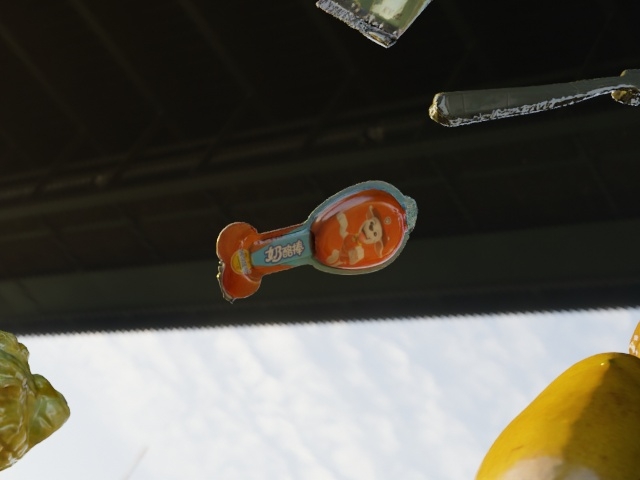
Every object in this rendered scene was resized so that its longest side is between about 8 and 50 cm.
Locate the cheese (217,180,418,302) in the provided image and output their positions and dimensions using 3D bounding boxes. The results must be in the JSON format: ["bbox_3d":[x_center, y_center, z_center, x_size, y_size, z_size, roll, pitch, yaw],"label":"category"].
[{"bbox_3d":[0.000,0.000,1.519,0.037,0.256,0.106,21,-58,60],"label":"cheese"}]

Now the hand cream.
[{"bbox_3d":[0.103,-0.255,1.101,0.086,0.235,0.055,37,-12,36],"label":"hand cream"}]

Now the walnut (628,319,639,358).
[{"bbox_3d":[0.564,0.147,1.608,0.398,0.354,0.307,4,-79,18],"label":"walnut"}]

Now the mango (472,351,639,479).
[{"bbox_3d":[0.268,0.280,1.338,0.232,0.445,0.300,-9,-65,24],"label":"mango"}]

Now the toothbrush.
[{"bbox_3d":[0.203,-0.127,1.221,0.030,0.297,0.030,53,-47,27],"label":"toothbrush"}]

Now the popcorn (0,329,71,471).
[{"bbox_3d":[-0.333,0.162,1.342,0.162,0.135,0.141,8,-62,22],"label":"popcorn"}]
